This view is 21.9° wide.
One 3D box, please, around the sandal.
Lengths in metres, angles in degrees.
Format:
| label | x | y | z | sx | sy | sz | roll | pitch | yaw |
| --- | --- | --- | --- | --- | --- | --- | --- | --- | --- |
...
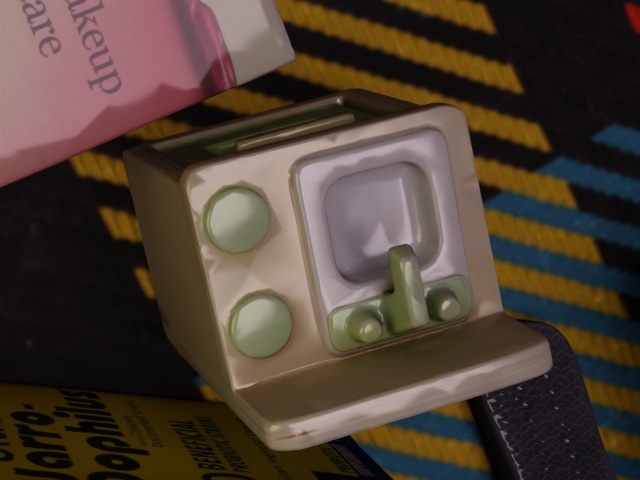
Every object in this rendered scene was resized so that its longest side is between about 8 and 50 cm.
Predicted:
| label | x | y | z | sx | sy | sz | roll | pitch | yaw |
| --- | --- | --- | --- | --- | --- | --- | --- | --- | --- |
| sandal | 0.150 | 0.173 | 1.061 | 0.097 | 0.054 | 0.254 | -13 | 95 | -22 |

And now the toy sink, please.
| label | x | y | z | sx | sy | sz | roll | pitch | yaw |
| --- | --- | --- | --- | --- | --- | --- | --- | --- | --- |
| toy sink | 0.000 | 0.000 | 0.876 | 0.153 | 0.234 | 0.131 | -16 | 105 | -14 |

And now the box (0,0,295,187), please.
| label | x | y | z | sx | sy | sz | roll | pitch | yaw |
| --- | --- | --- | --- | --- | --- | --- | --- | --- | --- |
| box | -0.154 | -0.120 | 0.860 | 0.232 | 0.127 | 0.148 | -25 | 106 | -12 |

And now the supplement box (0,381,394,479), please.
| label | x | y | z | sx | sy | sz | roll | pitch | yaw |
| --- | --- | --- | --- | --- | --- | --- | --- | --- | --- |
| supplement box | -0.145 | 0.192 | 0.887 | 0.356 | 0.194 | 0.195 | 7 | 98 | -19 |
